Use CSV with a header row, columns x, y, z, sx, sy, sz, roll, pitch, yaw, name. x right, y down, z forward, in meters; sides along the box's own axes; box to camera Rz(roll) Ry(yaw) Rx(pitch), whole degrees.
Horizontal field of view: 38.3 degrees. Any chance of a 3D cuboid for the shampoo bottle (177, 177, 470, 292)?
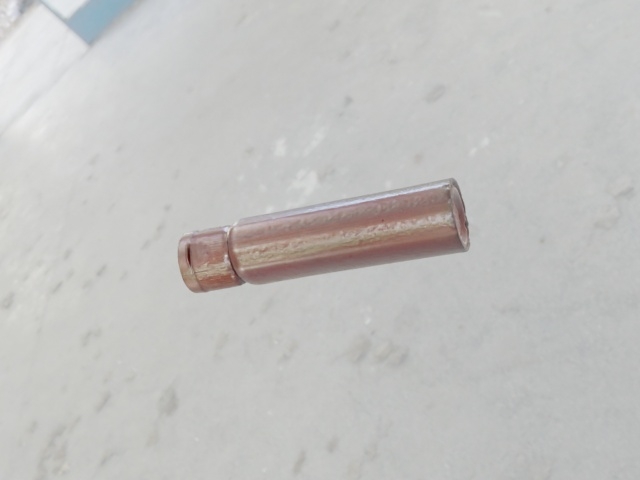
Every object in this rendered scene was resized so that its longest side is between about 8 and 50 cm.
x,y,z,sx,sy,sz,roll,pitch,yaw,name
0.000,0.000,0.836,0.260,0.102,0.064,-10,81,16,shampoo bottle
